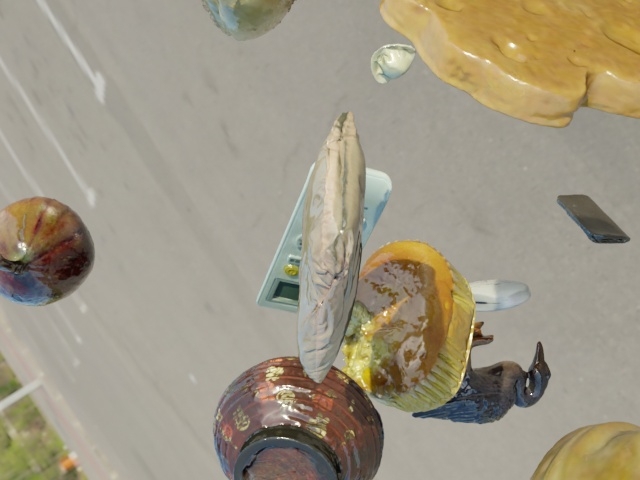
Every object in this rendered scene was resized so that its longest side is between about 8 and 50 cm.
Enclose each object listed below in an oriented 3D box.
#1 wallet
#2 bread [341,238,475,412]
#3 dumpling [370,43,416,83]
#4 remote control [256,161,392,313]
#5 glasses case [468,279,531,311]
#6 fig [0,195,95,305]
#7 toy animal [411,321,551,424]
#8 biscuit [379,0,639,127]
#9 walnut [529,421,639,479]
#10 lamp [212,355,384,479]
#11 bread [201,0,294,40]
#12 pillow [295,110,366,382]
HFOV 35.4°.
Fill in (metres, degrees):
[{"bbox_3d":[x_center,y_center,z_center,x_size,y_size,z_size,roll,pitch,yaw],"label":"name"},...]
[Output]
[{"bbox_3d":[0.492,-0.041,1.820,0.156,0.082,0.018,-120,35,-53],"label":"wallet"},{"bbox_3d":[0.129,0.128,1.519,0.179,0.250,0.133,5,162,30],"label":"bread"},{"bbox_3d":[0.107,-0.273,1.523,0.077,0.059,0.043,-21,56,57],"label":"dumpling"},{"bbox_3d":[0.000,0.001,1.294,0.293,0.103,0.051,115,164,-46],"label":"remote control"},{"bbox_3d":[0.311,0.101,1.851,0.197,0.076,0.049,-2,107,67],"label":"glasses case"},{"bbox_3d":[-0.379,0.019,1.364,0.202,0.149,0.148,19,141,59],"label":"fig"},{"bbox_3d":[0.289,0.262,1.892,0.122,0.298,0.185,-152,43,-67],"label":"toy animal"},{"bbox_3d":[0.217,-0.217,0.975,0.351,0.312,0.057,54,147,33],"label":"biscuit"},{"bbox_3d":[0.306,0.301,0.932,0.296,0.285,0.285,-17,106,50],"label":"walnut"},{"bbox_3d":[-0.030,0.269,1.401,0.247,0.247,0.247,46,157,27],"label":"lamp"},{"bbox_3d":[-0.126,-0.403,1.263,0.305,0.159,0.305,60,-176,-7],"label":"bread"},{"bbox_3d":[0.010,0.014,1.079,0.270,0.067,0.173,98,177,-53],"label":"pillow"}]
